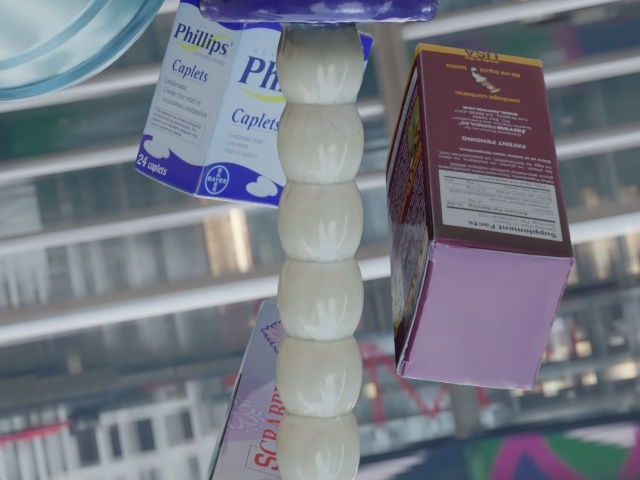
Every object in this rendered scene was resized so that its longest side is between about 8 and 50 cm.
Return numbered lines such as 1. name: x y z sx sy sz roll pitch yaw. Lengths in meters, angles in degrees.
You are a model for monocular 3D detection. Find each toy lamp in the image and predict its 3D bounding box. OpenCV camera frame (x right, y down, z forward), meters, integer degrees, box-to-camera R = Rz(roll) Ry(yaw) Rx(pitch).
1. toy lamp: 0.000 0.000 0.586 0.080 0.275 0.080 -1 -173 0

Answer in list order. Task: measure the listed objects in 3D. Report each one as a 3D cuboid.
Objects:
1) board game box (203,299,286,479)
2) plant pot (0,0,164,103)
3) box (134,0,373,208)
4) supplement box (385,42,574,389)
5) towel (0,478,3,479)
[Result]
1. board game box: -0.071 0.250 1.161 0.066 0.319 0.318 18 -153 -2
2. plant pot: -0.297 -0.283 1.365 0.341 0.341 0.334 -10 179 8
3. box: -0.046 -0.097 1.274 0.126 0.137 0.072 8 -169 -45
4. supplement box: 0.088 -0.017 1.051 0.080 0.188 0.104 7 130 -6
5. towel: -0.321 0.204 1.547 0.148 0.027 0.110 22 180 1
